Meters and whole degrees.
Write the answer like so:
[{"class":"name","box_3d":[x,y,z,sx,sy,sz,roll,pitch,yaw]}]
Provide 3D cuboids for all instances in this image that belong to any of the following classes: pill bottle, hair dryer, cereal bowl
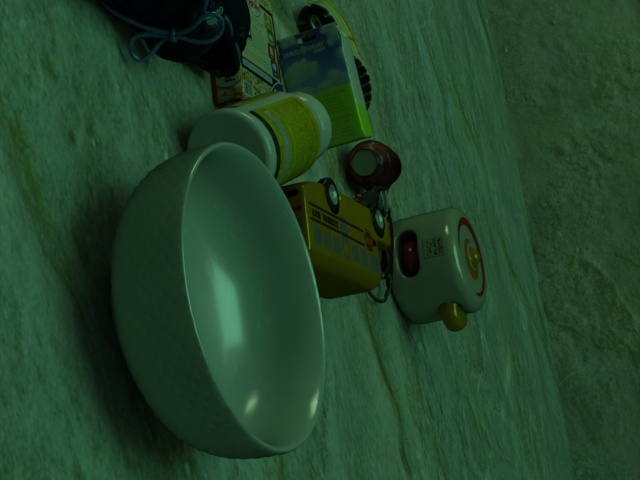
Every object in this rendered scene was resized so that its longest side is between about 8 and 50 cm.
[{"class":"pill bottle","box_3d":[-0.070,-0.125,1.607,0.208,0.119,0.119,-32,107,-61]},{"class":"hair dryer","box_3d":[0.087,-0.058,2.118,0.293,0.080,0.223,-70,157,-48]},{"class":"cereal bowl","box_3d":[-0.121,0.072,1.344,0.339,0.141,0.339,-14,90,-69]}]

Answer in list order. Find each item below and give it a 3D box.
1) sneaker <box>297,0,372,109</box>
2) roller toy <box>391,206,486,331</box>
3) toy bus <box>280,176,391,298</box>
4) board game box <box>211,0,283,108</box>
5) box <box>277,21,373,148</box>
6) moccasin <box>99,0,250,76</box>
[{"class":"sneaker","box_3d":[0.035,-0.308,2.093,0.094,0.081,0.208,-69,140,-60]},{"class":"roller toy","box_3d":[0.210,0.044,2.225,0.209,0.146,0.191,-63,135,-60]},{"class":"toy bus","box_3d":[0.000,0.000,1.756,0.332,0.108,0.130,25,55,-65]},{"class":"board game box","box_3d":[-0.104,-0.260,1.742,0.147,0.045,0.193,28,52,-63]},{"class":"box","box_3d":[0.005,-0.230,1.918,0.042,0.109,0.178,-12,89,-66]},{"class":"moccasin","box_3d":[-0.153,-0.267,1.493,0.342,0.137,0.117,5,77,-68]}]
